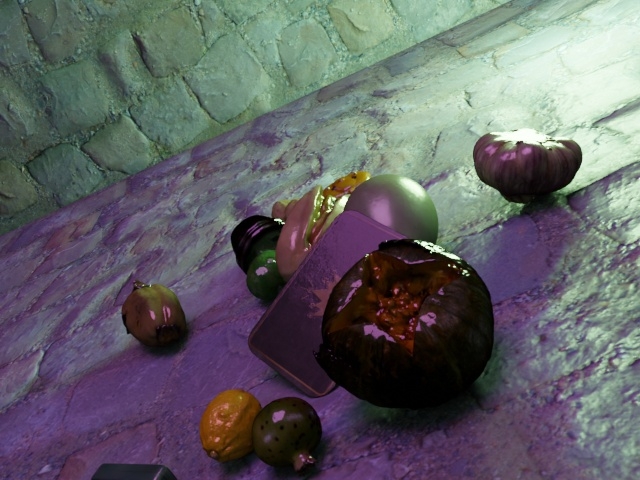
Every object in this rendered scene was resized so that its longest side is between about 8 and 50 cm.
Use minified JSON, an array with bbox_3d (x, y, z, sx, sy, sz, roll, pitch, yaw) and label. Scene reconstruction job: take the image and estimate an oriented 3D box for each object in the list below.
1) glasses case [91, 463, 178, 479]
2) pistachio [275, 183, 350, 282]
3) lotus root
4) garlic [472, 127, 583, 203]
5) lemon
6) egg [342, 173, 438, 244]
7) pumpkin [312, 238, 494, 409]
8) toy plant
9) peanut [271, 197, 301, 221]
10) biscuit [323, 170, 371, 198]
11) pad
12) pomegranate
[{"bbox_3d":[-0.335,0.449,1.402,0.184,0.078,0.039,-11,31,35],"label":"glasses case"},{"bbox_3d":[0.000,0.000,1.861,0.187,0.187,0.299,-11,39,35],"label":"pistachio"},{"bbox_3d":[-0.432,0.199,1.982,0.154,0.140,0.257,-20,30,-18],"label":"lotus root"},{"bbox_3d":[0.472,-0.167,1.756,0.244,0.161,0.245,-4,19,1],"label":"garlic"},{"bbox_3d":[-0.164,0.341,1.404,0.114,0.114,0.155,-16,29,26],"label":"lemon"},{"bbox_3d":[0.155,-0.024,1.707,0.218,0.218,0.295,-21,30,14],"label":"egg"},{"bbox_3d":[0.151,0.147,1.325,0.320,0.192,0.320,-17,40,15],"label":"pumpkin"},{"bbox_3d":[-0.127,0.040,1.969,0.218,0.175,0.235,-31,47,-24],"label":"toy plant"},{"bbox_3d":[-0.064,-0.069,2.173,0.236,0.120,0.110,20,90,54],"label":"peanut"},{"bbox_3d":[0.077,-0.160,2.305,0.170,0.050,0.170,-24,23,11],"label":"biscuit"},{"bbox_3d":[0.038,0.118,1.511,0.315,0.063,0.375,29,79,37],"label":"pad"},{"bbox_3d":[-0.054,0.333,1.310,0.130,0.130,0.130,-23,23,10],"label":"pomegranate"}]
